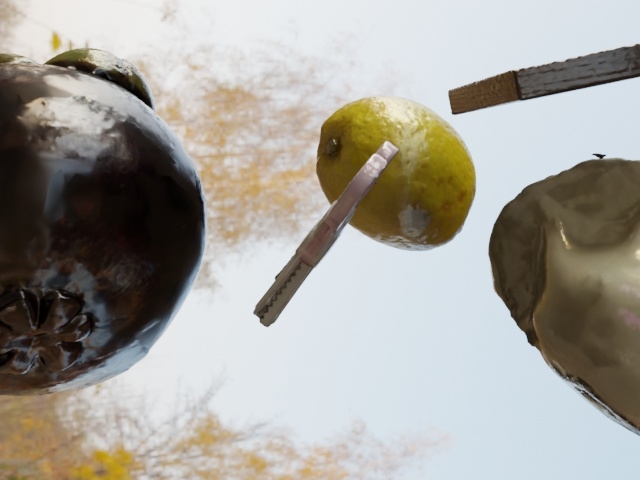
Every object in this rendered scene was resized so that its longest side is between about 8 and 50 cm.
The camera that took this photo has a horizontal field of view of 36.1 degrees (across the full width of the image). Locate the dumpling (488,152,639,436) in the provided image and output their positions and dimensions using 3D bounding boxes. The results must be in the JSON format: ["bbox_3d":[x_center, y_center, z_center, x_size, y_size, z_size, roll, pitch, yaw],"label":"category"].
[{"bbox_3d":[0.211,0.037,0.598,0.247,0.142,0.172,33,-61,25],"label":"dumpling"}]

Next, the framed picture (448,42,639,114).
[{"bbox_3d":[0.174,-0.117,0.705,0.168,0.128,0.023,-150,-133,-82],"label":"framed picture"}]

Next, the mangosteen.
[{"bbox_3d":[-0.231,-0.027,0.755,0.288,0.233,0.287,6,-80,38],"label":"mangosteen"}]

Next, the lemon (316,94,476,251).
[{"bbox_3d":[0.090,-0.078,1.147,0.170,0.207,0.170,-40,-145,36],"label":"lemon"}]

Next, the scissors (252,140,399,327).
[{"bbox_3d":[0.000,0.000,1.020,0.242,0.030,0.118,-52,179,24],"label":"scissors"}]
